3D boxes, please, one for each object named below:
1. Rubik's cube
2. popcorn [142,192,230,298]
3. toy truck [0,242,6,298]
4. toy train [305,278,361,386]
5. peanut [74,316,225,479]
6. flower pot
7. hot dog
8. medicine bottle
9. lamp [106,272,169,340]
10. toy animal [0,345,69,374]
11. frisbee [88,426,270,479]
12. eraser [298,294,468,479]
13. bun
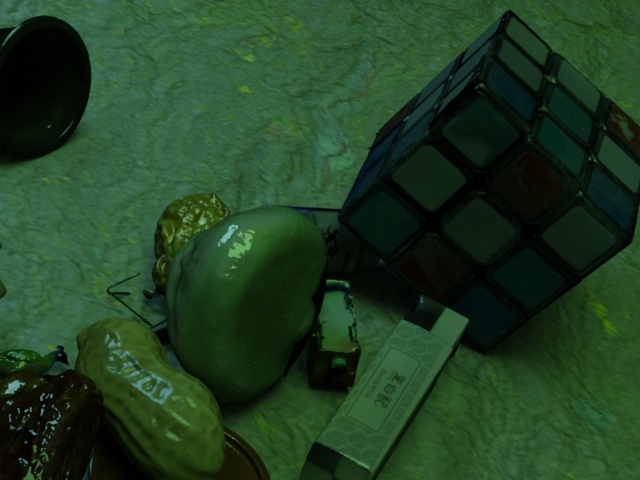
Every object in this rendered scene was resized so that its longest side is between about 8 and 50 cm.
[{"bbox_3d":[0.287,-0.096,2.291,0.359,0.363,0.362,39,32,-10],"label":"Rubik's cube"},{"bbox_3d":[-0.178,0.013,2.179,0.163,0.140,0.194,10,32,-3],"label":"popcorn"},{"bbox_3d":[-0.527,0.027,1.843,0.254,0.180,0.405,49,-1,-9],"label":"toy truck"},{"bbox_3d":[0.014,0.142,2.139,0.072,0.099,0.188,7,39,-12],"label":"toy train"},{"bbox_3d":[-0.232,0.210,1.884,0.147,0.147,0.305,-18,47,-40],"label":"peanut"},{"bbox_3d":[-0.513,-0.267,2.349,0.148,0.235,0.235,17,31,30],"label":"flower pot"},{"bbox_3d":[-0.399,0.285,1.683,0.267,0.174,0.387,-11,33,18],"label":"hot dog"},{"bbox_3d":[0.000,0.000,2.305,0.191,0.107,0.107,3,40,-21],"label":"medicine bottle"},{"bbox_3d":[-0.266,0.107,2.109,0.054,0.041,0.121,-21,56,-31],"label":"lamp"},{"bbox_3d":[-0.442,0.183,1.926,0.217,0.041,0.075,-7,43,-26],"label":"toy animal"},{"bbox_3d":[-0.185,0.322,1.882,0.250,0.021,0.251,13,36,-10],"label":"frisbee"},{"bbox_3d":[0.099,0.227,2.067,0.096,0.098,0.404,27,37,10],"label":"eraser"},{"bbox_3d":[-0.129,0.075,2.015,0.187,0.293,0.293,18,32,29],"label":"bun"}]
